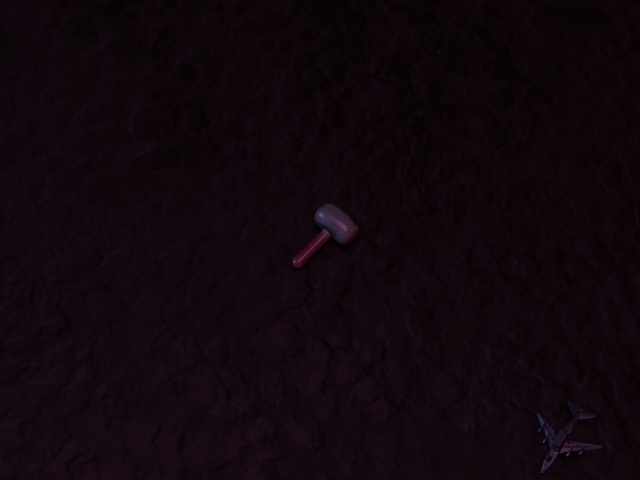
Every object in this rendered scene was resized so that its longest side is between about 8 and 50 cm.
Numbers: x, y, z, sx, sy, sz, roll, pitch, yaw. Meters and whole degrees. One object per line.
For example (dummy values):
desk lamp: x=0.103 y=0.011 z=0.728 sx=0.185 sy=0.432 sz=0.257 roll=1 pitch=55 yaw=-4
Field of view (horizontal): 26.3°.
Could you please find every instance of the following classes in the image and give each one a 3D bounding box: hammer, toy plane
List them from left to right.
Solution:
hammer: x=0.000 y=0.000 z=1.491 sx=0.052 sy=0.031 sz=0.083 roll=40 pitch=74 yaw=17
toy plane: x=0.251 y=0.205 z=1.418 sx=0.078 sy=0.024 sz=0.084 roll=28 pitch=65 yaw=28
